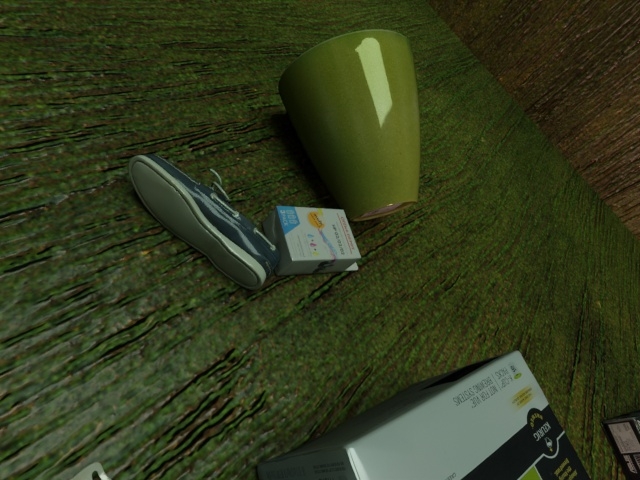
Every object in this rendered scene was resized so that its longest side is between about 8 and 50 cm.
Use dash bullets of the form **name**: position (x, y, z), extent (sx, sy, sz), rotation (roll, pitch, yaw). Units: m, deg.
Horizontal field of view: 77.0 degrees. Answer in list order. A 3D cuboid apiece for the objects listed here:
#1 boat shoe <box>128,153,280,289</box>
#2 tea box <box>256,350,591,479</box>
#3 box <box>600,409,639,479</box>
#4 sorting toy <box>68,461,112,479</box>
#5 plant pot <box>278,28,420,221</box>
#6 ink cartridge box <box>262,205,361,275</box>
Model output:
- **boat shoe**: position (-0.163, -0.037, 0.596), extent (0.254, 0.095, 0.079), rotation (41, 47, -7)
- **tea box**: position (0.153, 0.350, 0.473), extent (0.329, 0.220, 0.323), rotation (-6, 64, -38)
- **box**: position (0.796, 0.547, 0.903), extent (0.243, 0.076, 0.307), rotation (6, 58, -33)
- **sorting toy**: position (-0.227, 0.261, 0.387), extent (0.083, 0.045, 0.075), rotation (43, 38, -3)
- **plant pot**: position (0.084, -0.195, 0.797), extent (0.275, 0.275, 0.293), rotation (-10, 84, -40)
- **ink cartridge box**: position (0.000, 0.000, 0.711), extent (0.182, 0.061, 0.104), rotation (0, 62, -36)
